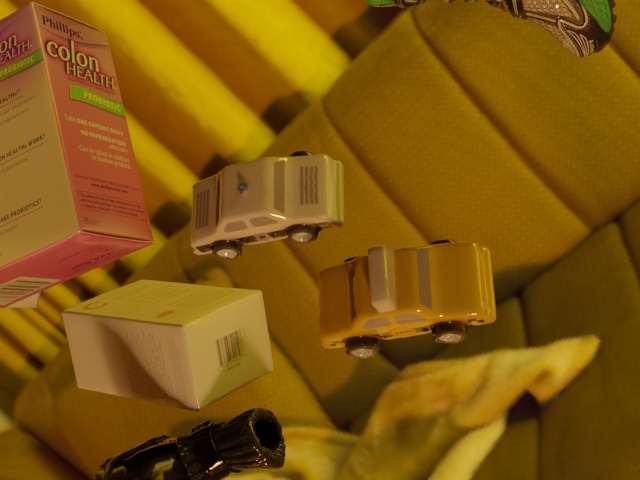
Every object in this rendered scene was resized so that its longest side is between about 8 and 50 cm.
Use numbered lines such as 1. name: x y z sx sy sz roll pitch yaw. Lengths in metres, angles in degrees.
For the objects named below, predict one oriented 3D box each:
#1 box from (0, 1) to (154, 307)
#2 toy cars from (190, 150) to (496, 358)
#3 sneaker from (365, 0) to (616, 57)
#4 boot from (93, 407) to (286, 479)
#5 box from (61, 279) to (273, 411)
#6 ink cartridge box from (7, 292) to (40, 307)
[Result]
1. box: -0.310 -0.078 1.082 0.213 0.243 0.117 -22 -15 25
2. toy cars: 0.000 0.000 1.103 0.394 0.087 0.176 33 85 33
3. sneaker: 0.112 -0.258 0.949 0.146 0.343 0.134 -59 13 12
4. boot: -0.217 0.391 1.807 0.260 0.131 0.348 -13 8 15
5. box: -0.295 0.192 2.039 0.345 0.168 0.215 3 18 40
6. ink cartridge box: -0.495 0.013 1.662 0.061 0.104 0.181 120 147 -52
